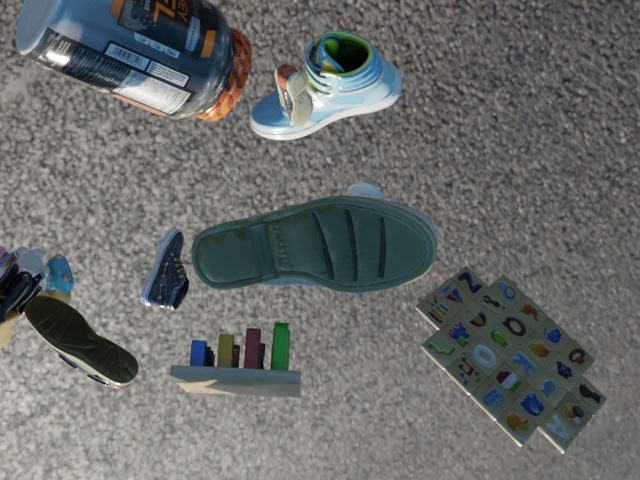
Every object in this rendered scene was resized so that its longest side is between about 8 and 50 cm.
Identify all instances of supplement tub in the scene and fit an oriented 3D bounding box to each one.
[{"bbox_3d":[-0.293,-0.325,1.412,0.338,0.207,0.207,19,129,-36],"label":"supplement tub"},{"bbox_3d":[0.074,-0.047,1.649,0.071,0.107,0.071,10,150,6],"label":"supplement tub"}]

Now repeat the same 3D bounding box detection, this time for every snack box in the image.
[{"bbox_3d":[-0.521,0.081,1.288,0.178,0.064,0.022,-35,109,26],"label":"snack box"}]

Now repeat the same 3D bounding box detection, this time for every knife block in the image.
[{"bbox_3d":[-0.612,0.148,1.546,0.088,0.276,0.242,39,143,0],"label":"knife block"}]

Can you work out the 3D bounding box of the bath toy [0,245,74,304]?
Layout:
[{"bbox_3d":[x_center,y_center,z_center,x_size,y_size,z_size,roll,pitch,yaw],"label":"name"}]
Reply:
[{"bbox_3d":[-0.726,0.090,1.938,0.129,0.151,0.348,-40,146,29],"label":"bath toy"}]

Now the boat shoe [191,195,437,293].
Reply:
[{"bbox_3d":[0.000,0.000,1.026,0.302,0.103,0.113,-1,100,26],"label":"boat shoe"}]

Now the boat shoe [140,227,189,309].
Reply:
[{"bbox_3d":[-0.313,0.063,1.884,0.083,0.183,0.065,12,160,19],"label":"boat shoe"}]

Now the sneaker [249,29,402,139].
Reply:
[{"bbox_3d":[-0.020,-0.305,1.671,0.318,0.127,0.208,-18,159,16],"label":"sneaker"}]

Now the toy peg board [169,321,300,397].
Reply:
[{"bbox_3d":[-0.105,0.156,1.158,0.160,0.079,0.161,3,163,0],"label":"toy peg board"}]

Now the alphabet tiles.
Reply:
[{"bbox_3d":[0.333,0.198,1.527,0.285,0.342,0.011,-32,161,-43],"label":"alphabet tiles"}]

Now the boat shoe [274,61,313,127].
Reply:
[{"bbox_3d":[-0.046,-0.237,1.433,0.049,0.043,0.137,-44,154,-14],"label":"boat shoe"}]

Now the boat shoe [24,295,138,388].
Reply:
[{"bbox_3d":[-0.412,0.182,1.489,0.223,0.080,0.073,34,138,3],"label":"boat shoe"}]
